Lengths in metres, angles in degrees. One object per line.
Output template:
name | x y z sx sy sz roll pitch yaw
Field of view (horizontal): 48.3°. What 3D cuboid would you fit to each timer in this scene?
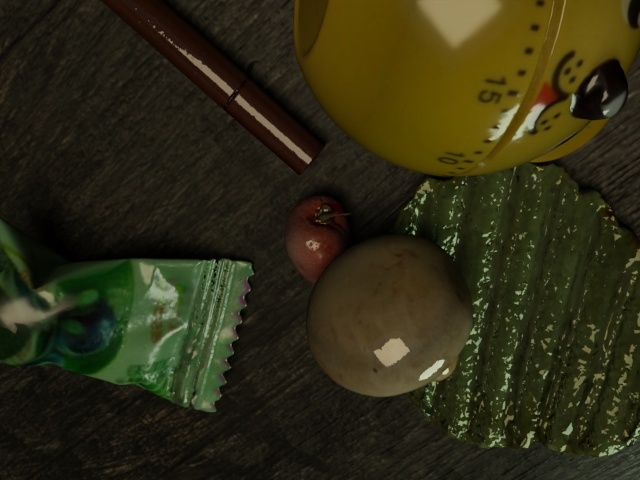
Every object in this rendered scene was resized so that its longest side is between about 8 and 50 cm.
timer | 0.177 -0.228 0.687 0.386 0.376 0.376 2 114 -16

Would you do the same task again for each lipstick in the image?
lipstick | -0.143 -0.219 0.907 0.356 0.057 0.057 42 114 -3

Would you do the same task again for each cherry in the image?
cherry | -0.005 0.003 0.932 0.086 0.106 0.126 8 114 6

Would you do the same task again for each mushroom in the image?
mushroom | 0.083 0.092 0.865 0.206 0.209 0.206 -2 71 6

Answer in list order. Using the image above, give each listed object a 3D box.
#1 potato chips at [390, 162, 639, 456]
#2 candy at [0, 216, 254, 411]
potato chips | 0.257 0.101 0.929 0.358 0.070 0.429 8 111 14
candy | -0.314 0.113 1.028 0.397 0.172 0.263 13 118 -5
